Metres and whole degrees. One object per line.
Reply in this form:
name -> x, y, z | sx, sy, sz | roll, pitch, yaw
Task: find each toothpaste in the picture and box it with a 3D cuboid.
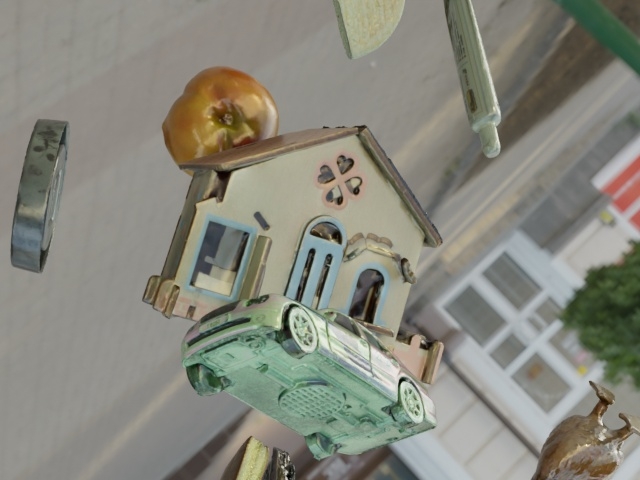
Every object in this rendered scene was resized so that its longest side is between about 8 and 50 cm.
toothpaste -> 0.174, -0.215, 1.401 | 0.037, 0.256, 0.067 | -7, 159, -12

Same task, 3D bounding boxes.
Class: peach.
peach -> -0.114, -0.130, 1.398 | 0.138, 0.138, 0.138 | -42, 170, -9

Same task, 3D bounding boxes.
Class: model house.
model house -> 0.000, 0.000, 1.247 | 0.169, 0.326, 0.244 | 3, -104, 65

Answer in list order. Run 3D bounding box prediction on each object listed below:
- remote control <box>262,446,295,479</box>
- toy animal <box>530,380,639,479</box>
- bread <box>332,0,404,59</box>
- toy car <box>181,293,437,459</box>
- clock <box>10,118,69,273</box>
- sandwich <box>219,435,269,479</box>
remote control -> -0.135, 0.421, 1.529 | 0.399, 0.062, 0.145 | -55, -159, 33
toy animal -> 0.290, 0.254, 1.358 | 0.179, 0.089, 0.188 | -51, 152, 12
bread -> 0.064, -0.363, 1.692 | 0.112, 0.193, 0.036 | -20, -165, -16
toy car -> -0.005, 0.091, 0.860 | 0.090, 0.076, 0.224 | -23, 140, 28
clock -> -0.385, -0.062, 1.646 | 0.215, 0.041, 0.215 | -170, -90, -82
sandwich -> -0.077, 0.229, 1.127 | 0.044, 0.031, 0.083 | -32, -151, 56
